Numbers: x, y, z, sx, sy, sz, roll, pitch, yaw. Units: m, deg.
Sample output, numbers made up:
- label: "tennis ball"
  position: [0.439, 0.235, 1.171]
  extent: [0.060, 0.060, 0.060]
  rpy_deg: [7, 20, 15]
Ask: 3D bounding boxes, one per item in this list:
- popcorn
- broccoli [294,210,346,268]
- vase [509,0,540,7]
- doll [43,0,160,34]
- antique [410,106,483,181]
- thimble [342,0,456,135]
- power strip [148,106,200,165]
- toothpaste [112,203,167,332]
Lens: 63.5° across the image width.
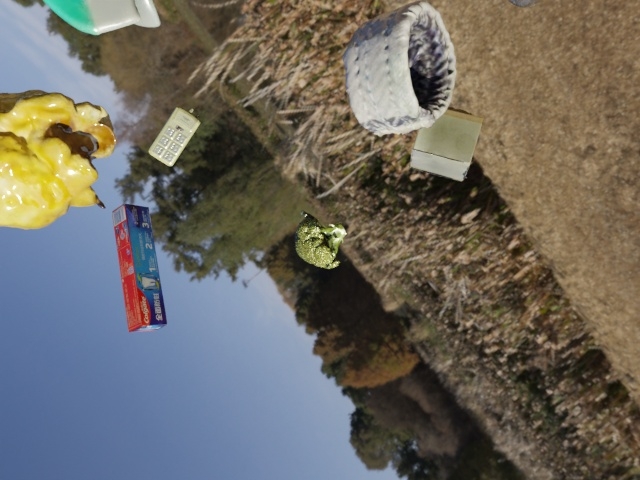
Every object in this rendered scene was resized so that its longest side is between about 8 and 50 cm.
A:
- label: "popcorn"
  position: [-0.439, -0.132, 0.783]
  extent: [0.190, 0.253, 0.192]
  rpy_deg: [49, 154, 46]
- label: "broccoli"
  position: [0.000, 0.000, 1.180]
  extent: [0.131, 0.120, 0.130]
  rpy_deg: [64, -179, 33]
- label: "vase"
  position: [0.495, -0.593, 1.149]
  extent: [0.120, 0.120, 0.182]
  rpy_deg: [52, 164, -26]
- label: "doll"
  position: [-0.181, -0.290, 0.382]
  extent: [0.195, 0.153, 0.259]
  rpy_deg: [-139, 27, -73]
- label: "antique"
  position: [0.312, -0.244, 1.285]
  extent: [0.146, 0.148, 0.152]
  rpy_deg: [16, 173, 11]
- label: "thimble"
  position: [0.161, -0.342, 1.054]
  extent: [0.157, 0.246, 0.217]
  rpy_deg: [-4, 166, 43]
- label: "power strip"
  position: [-0.393, -0.288, 1.407]
  extent: [0.076, 0.169, 0.028]
  rpy_deg: [32, -171, -22]
- label: "toothpaste"
  position: [-0.458, 0.067, 1.306]
  extent: [0.076, 0.066, 0.321]
  rpy_deg: [9, -117, -53]
